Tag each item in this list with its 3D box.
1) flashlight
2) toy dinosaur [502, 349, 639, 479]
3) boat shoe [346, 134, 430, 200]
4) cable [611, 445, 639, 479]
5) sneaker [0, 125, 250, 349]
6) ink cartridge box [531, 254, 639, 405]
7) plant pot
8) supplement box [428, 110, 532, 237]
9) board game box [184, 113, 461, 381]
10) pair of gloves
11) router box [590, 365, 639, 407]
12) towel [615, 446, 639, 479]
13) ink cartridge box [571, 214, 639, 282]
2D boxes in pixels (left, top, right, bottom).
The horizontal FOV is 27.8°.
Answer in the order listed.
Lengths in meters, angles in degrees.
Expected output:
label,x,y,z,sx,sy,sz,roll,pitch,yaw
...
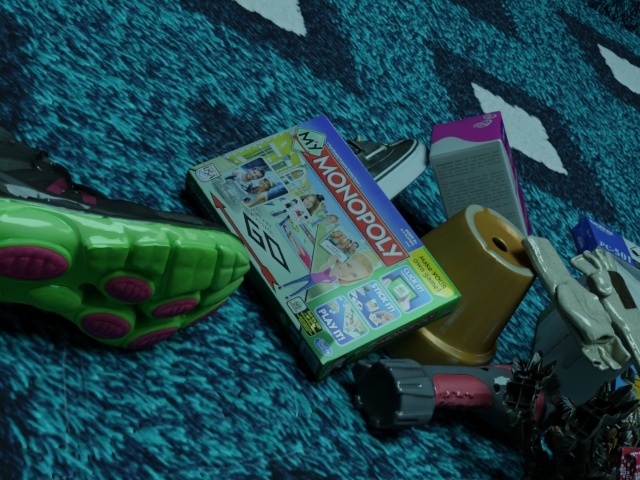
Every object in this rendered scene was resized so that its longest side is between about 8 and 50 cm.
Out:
label,x,y,z,sx,sy,sz,roll,pitch,yaw
flashlight,0.179,0.200,1.621,0.304,0.103,0.103,6,78,-44
toy dinosaur,0.308,0.272,1.585,0.164,0.218,0.322,5,34,21
boat shoe,0.062,-0.098,1.872,0.119,0.121,0.335,46,30,2
cable,0.457,0.335,1.843,0.287,0.072,0.139,-5,65,-38
sneaker,-0.269,-0.024,1.292,0.483,0.185,0.202,16,40,-40
ink cartridge box,0.395,0.137,1.913,0.093,0.154,0.212,41,27,-4
plant pot,0.183,0.060,1.725,0.205,0.188,0.205,30,30,-19
supplement box,0.244,-0.067,1.951,0.111,0.114,0.220,-77,150,-59
board game box,0.000,0.000,1.628,0.213,0.046,0.317,-25,65,-25
pair of gloves,0.370,0.086,1.712,0.240,0.042,0.204,15,44,-50
router box,0.470,0.226,1.928,0.133,0.046,0.179,19,20,5
towel,0.416,0.389,1.549,0.199,0.031,0.275,12,77,-43
ink cartridge box,0.558,0.040,2.371,0.207,0.046,0.097,28,29,-22
